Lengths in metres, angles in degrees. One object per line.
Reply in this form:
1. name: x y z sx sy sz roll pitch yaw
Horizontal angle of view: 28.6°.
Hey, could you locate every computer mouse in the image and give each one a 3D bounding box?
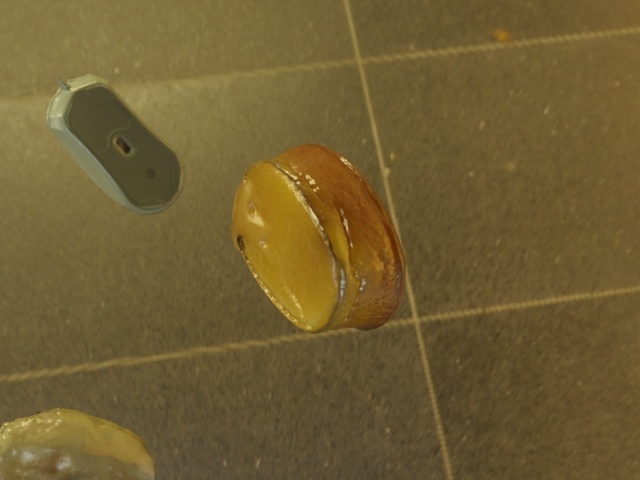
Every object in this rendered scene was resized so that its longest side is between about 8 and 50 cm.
1. computer mouse: -0.226 -0.103 1.347 0.182 0.056 0.089 48 61 -19

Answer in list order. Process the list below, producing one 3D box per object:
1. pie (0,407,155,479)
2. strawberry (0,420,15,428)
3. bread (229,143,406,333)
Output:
1. pie: -0.233 0.229 0.969 0.185 0.218 0.052 11 19 -29
2. strawberry: -0.292 0.255 1.322 0.131 0.148 0.131 -20 45 21
3. bread: 0.000 0.000 1.651 0.142 0.195 0.270 -11 56 -40
